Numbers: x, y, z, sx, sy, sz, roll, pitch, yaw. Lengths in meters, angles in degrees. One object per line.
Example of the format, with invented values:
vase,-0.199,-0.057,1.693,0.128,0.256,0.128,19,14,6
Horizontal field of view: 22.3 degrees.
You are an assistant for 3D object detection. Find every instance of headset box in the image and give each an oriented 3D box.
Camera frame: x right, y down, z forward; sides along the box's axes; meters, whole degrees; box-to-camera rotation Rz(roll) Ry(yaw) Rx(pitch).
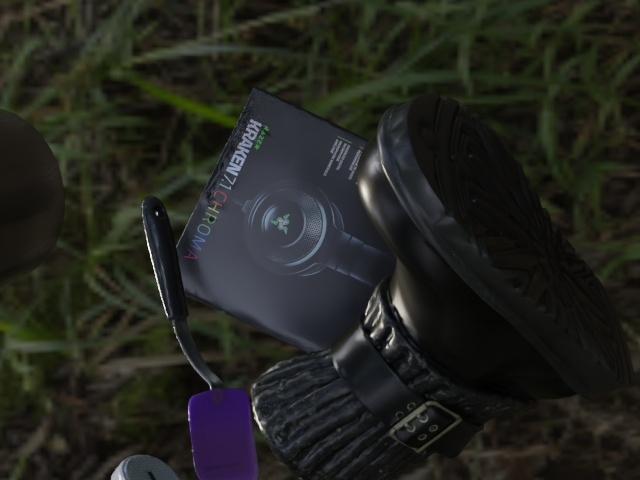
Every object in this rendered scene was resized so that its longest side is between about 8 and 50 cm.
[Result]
headset box,0.000,0.000,1.836,0.246,0.283,0.131,-63,1,-1

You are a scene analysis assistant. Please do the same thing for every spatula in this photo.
spatula,-0.125,0.094,1.554,0.030,0.084,0.296,-31,72,38

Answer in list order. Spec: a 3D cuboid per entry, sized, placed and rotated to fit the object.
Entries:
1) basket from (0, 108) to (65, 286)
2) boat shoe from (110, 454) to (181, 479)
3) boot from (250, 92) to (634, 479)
basket,-0.288,-0.017,1.082,0.204,0.227,0.154,33,113,21
boat shoe,-0.100,0.266,1.227,0.075,0.083,0.226,-59,45,28
boot,0.049,0.060,1.165,0.260,0.348,0.131,-22,47,21
